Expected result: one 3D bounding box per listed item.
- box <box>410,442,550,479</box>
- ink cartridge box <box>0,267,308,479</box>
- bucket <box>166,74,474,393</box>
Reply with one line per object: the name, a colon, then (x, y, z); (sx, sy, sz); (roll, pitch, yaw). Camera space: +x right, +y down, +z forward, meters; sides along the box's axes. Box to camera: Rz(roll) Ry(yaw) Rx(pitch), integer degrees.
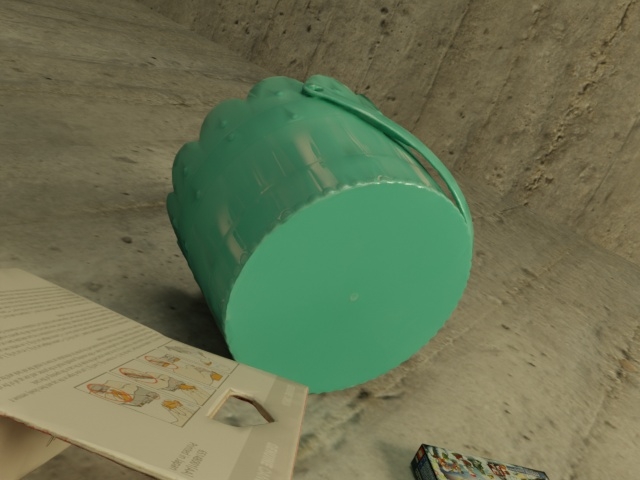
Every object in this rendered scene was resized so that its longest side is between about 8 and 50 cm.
box: (0.154, 0.229, 0.608); (0.137, 0.027, 0.094); (17, 21, -18)
ink cartridge box: (-0.143, 0.092, 0.418); (0.261, 0.066, 0.296); (23, -1, 2)
bucket: (0.000, 0.000, 0.684); (0.281, 0.281, 0.183); (11, 30, -32)
